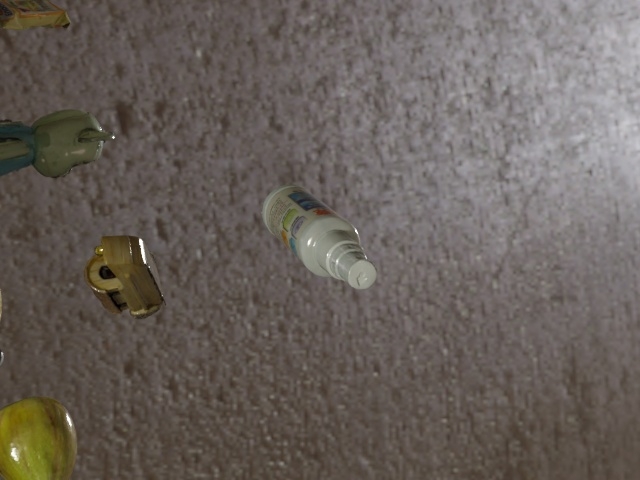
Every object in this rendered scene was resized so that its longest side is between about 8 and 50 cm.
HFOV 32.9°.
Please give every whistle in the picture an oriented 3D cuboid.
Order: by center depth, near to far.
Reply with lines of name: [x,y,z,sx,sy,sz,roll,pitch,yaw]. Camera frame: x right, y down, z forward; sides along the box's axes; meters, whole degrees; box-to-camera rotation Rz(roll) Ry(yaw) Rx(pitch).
whistle: [-0.349,-0.102,1.221,0.235,0.114,0.077,-9,104,-19]

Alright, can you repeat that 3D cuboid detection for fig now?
fig: [-0.284,0.242,1.103,0.093,0.093,0.166,-6,81,-57]

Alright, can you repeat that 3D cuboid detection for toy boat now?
toy boat: [-0.252,0.047,1.378,0.226,0.088,0.068,88,-9,-72]

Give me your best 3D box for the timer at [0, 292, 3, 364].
timer: [-0.693,0.152,1.782,0.376,0.376,0.387,-27,128,-55]

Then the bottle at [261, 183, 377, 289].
bottle: [0.000,0.000,1.002,0.060,0.217,0.060,-5,108,-16]

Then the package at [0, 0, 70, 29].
package: [-0.386,-0.290,1.355,0.120,0.108,0.031,-18,134,-48]
